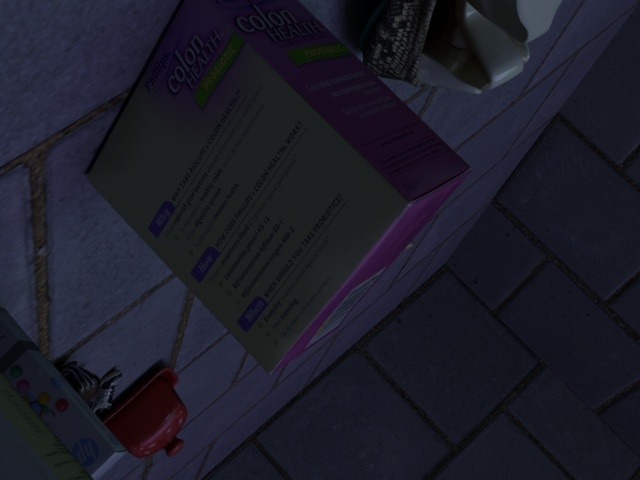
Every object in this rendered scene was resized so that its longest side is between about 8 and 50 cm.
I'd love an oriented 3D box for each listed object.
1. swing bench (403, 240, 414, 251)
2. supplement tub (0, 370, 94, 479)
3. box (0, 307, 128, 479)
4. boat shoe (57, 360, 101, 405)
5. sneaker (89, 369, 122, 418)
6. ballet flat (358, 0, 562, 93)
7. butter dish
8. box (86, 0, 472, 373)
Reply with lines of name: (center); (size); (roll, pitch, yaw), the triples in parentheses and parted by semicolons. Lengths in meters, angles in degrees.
swing bench: (0.000, 0.000, 1.394); (0.254, 0.165, 0.253); (-42, 169, -11)
supplement tub: (-0.291, 0.219, 0.740); (0.235, 0.325, 0.235); (-42, 168, -11)
box: (-0.294, 0.178, 0.937); (0.145, 0.186, 0.038); (-44, 169, 1)
boat shoe: (-0.311, 0.180, 1.225); (0.066, 0.066, 0.183); (-48, 179, -6)
sneaker: (-0.305, 0.221, 1.436); (0.083, 0.037, 0.032); (-49, 166, 13)
ballet flat: (0.140, -0.244, 0.965); (0.164, 0.182, 0.483); (-42, 169, -14)
butter dish: (-0.270, 0.299, 1.634); (0.160, 0.118, 0.160); (-41, 169, -13)
box: (-0.041, -0.056, 0.842); (0.117, 0.243, 0.213); (-29, 160, -54)
